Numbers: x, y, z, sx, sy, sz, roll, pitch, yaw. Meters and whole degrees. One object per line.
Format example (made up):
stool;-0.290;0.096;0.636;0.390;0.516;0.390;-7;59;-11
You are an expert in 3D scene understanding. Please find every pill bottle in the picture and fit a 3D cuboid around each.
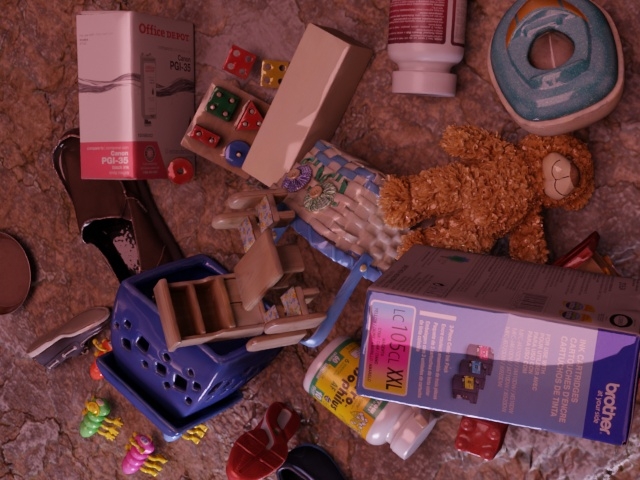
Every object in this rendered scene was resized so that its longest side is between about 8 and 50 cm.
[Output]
pill bottle;0.166;-0.338;1.686;0.121;0.121;0.221;6;97;25
pill bottle;0.083;0.260;1.775;0.208;0.117;0.117;38;109;19

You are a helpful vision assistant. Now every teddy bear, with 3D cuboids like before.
teddy bear;0.250;-0.063;1.590;0.338;0.113;0.245;-5;84;-4

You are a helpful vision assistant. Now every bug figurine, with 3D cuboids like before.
bug figurine;-0.353;0.317;2.018;0.279;0.072;0.216;35;108;19

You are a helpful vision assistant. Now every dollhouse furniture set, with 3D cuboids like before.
dollhouse furniture set;-0.133;0.068;1.632;0.242;0.161;0.212;-47;55;55
dollhouse furniture set;0.320;0.179;1.608;0.374;0.152;0.201;-39;86;19

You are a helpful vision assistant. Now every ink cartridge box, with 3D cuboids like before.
ink cartridge box;0.272;0.127;1.389;0.395;0.270;0.151;7;104;17
ink cartridge box;-0.317;-0.248;1.879;0.117;0.207;0.283;2;95;24

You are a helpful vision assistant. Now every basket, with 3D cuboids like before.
basket;0.000;0.000;1.723;0.255;0.201;0.289;36;99;51

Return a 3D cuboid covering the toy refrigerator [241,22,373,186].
toy refrigerator;-0.025;-0.219;1.799;0.094;0.102;0.269;32;108;20

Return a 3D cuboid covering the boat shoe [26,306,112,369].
boat shoe;-0.470;0.190;2.079;0.206;0.075;0.065;-26;115;23

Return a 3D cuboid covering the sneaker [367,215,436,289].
sneaker;0.130;0.016;1.774;0.188;0.066;0.071;-52;55;15

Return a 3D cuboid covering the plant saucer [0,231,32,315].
plant saucer;-0.636;0.065;2.159;0.168;0.029;0.168;3;96;26

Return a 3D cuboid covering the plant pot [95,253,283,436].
plant pot;-0.228;0.188;1.864;0.236;0.236;0.212;38;116;18

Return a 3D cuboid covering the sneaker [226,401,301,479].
sneaker;-0.112;0.376;1.831;0.087;0.221;0.128;37;119;10

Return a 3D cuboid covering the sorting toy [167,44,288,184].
sorting toy;-0.147;-0.199;1.845;0.132;0.046;0.274;27;93;-10

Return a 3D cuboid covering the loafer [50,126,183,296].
loafer;-0.382;-0.058;1.969;0.134;0.130;0.366;-43;76;22

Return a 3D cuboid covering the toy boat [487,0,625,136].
toy boat;0.388;-0.300;1.539;0.318;0.148;0.267;-23;49;12

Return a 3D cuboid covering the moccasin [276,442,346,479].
moccasin;0.032;0.507;1.820;0.342;0.117;0.138;47;112;15
